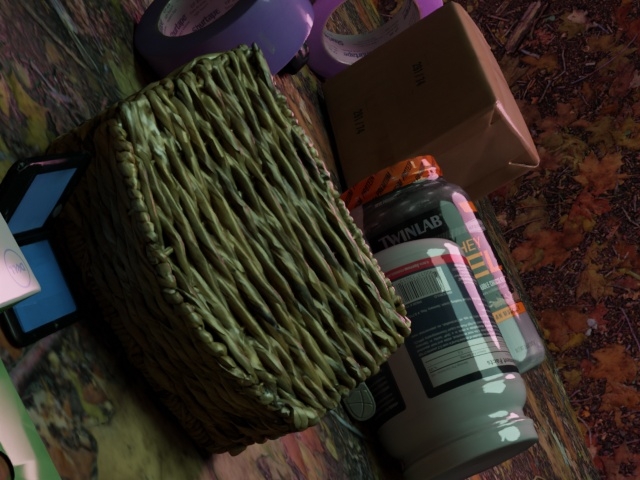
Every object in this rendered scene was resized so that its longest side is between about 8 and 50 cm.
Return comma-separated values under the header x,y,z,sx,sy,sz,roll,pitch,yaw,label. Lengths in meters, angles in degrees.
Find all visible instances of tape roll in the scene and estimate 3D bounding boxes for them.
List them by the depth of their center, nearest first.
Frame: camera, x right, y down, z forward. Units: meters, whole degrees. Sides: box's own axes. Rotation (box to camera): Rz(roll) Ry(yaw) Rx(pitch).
x,y,z,sx,sy,sz,roll,pitch,yaw,label
-0.107,-0.239,1.336,0.080,0.189,0.189,53,16,-37,tape roll
0.083,-0.419,2.222,0.275,0.274,0.090,46,22,-51,tape roll

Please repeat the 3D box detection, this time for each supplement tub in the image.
x,y,z,sx,sy,sz,roll,pitch,yaw,label
0.136,0.152,1.487,0.272,0.191,0.191,68,14,20,supplement tub
0.162,0.063,1.729,0.338,0.207,0.207,64,13,10,supplement tub

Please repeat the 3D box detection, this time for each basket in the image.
x,y,z,sx,sy,sz,roll,pitch,yaw,label
-0.112,0.026,1.009,0.213,0.223,0.299,-38,103,-43,basket

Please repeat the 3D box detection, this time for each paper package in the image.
x,y,z,sx,sy,sz,roll,pitch,yaw,label
0.179,-0.206,2.095,0.168,0.309,0.325,45,21,-40,paper package

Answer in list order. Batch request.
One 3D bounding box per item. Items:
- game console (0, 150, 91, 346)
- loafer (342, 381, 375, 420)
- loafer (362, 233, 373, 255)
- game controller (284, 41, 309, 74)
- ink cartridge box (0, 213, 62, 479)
x,y,z,sx,sy,sz,roll,pitch,yaw,label
-0.185,0.002,0.835,0.071,0.107,0.122,35,12,5,game console
0.027,0.152,1.419,0.039,0.045,0.125,-152,-140,-83,loafer
0.000,0.000,1.540,0.223,0.076,0.078,45,26,-39,loafer
-0.113,-0.419,1.985,0.319,0.067,0.166,61,-1,-10,game controller
-0.210,0.051,0.675,0.235,0.056,0.171,61,13,0,ink cartridge box
